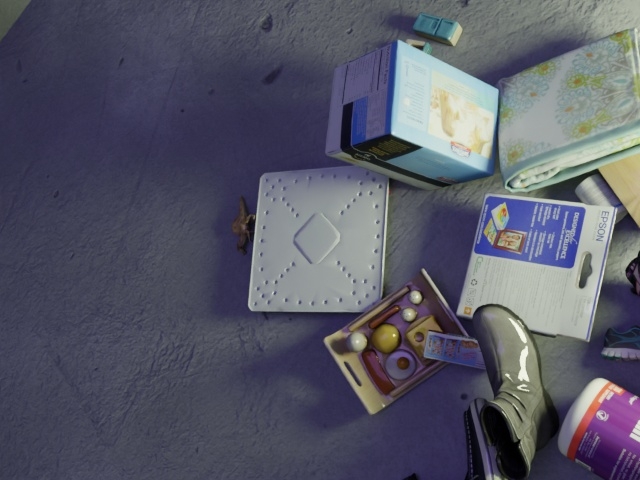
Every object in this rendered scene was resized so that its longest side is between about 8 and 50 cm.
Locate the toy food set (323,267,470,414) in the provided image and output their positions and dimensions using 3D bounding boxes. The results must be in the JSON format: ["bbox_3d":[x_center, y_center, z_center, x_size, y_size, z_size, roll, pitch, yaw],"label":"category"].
[{"bbox_3d":[0.185,0.242,1.885,0.306,0.092,0.220,-37,76,13],"label":"toy food set"}]

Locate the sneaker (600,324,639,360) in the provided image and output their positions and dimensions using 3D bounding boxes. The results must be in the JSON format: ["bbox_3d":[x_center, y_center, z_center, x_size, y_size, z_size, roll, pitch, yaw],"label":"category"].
[{"bbox_3d":[0.683,0.217,1.675,0.166,0.065,0.076,-1,73,26],"label":"sneaker"}]

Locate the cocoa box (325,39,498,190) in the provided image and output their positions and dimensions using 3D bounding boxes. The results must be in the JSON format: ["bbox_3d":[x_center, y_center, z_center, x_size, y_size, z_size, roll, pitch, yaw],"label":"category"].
[{"bbox_3d":[0.221,-0.280,1.852,0.228,0.347,0.231,-11,69,51],"label":"cocoa box"}]

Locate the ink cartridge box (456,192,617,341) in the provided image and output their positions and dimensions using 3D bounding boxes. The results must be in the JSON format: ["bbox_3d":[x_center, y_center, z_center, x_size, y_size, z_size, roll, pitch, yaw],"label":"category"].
[{"bbox_3d":[0.486,0.057,1.776,0.307,0.072,0.303,10,80,31],"label":"ink cartridge box"}]

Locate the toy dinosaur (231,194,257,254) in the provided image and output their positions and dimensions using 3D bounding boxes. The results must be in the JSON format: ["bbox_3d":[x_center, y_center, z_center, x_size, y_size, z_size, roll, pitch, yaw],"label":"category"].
[{"bbox_3d":[-0.212,-0.055,2.226,0.092,0.053,0.183,-10,73,27],"label":"toy dinosaur"}]

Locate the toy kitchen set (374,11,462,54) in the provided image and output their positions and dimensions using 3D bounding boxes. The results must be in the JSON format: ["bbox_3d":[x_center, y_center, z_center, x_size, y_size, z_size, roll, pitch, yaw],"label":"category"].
[{"bbox_3d":[0.247,-0.504,2.032,0.122,0.166,0.207,26,90,31],"label":"toy kitchen set"}]

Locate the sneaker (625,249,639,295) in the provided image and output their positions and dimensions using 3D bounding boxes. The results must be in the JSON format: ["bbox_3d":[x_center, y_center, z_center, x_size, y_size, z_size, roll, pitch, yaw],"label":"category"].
[{"bbox_3d":[0.680,0.060,1.665,0.077,0.178,0.072,14,43,40],"label":"sneaker"}]

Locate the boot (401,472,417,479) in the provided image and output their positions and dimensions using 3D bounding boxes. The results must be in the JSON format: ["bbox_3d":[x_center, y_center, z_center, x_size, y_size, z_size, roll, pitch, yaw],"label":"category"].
[{"bbox_3d":[0.235,0.587,1.827,0.121,0.045,0.099,-42,59,14],"label":"boot"}]

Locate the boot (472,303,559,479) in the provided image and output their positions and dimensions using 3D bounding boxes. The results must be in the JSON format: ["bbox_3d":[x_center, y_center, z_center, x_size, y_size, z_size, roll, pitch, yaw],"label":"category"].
[{"bbox_3d":[0.390,0.309,1.654,0.118,0.223,0.338,-29,86,35],"label":"boot"}]

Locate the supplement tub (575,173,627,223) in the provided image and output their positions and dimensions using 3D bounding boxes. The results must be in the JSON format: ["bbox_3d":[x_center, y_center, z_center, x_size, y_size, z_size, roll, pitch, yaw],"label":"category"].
[{"bbox_3d":[0.633,-0.089,1.775,0.071,0.071,0.107,-37,64,15],"label":"supplement tub"}]

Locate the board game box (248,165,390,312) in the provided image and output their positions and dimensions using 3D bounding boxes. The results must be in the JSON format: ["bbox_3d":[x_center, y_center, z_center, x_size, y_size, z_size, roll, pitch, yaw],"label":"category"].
[{"bbox_3d":[0.000,0.000,2.100,0.390,0.050,0.390,-2,76,28],"label":"board game box"}]

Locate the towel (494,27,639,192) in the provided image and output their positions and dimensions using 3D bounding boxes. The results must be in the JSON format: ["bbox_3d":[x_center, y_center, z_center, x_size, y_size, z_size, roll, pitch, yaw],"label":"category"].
[{"bbox_3d":[0.579,-0.294,1.788,0.374,0.090,0.320,-18,48,30],"label":"towel"}]

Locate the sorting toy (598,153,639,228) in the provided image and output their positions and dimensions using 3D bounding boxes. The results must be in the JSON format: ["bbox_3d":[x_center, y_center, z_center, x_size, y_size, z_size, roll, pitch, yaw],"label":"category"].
[{"bbox_3d":[0.768,-0.148,1.707,0.255,0.089,0.257,-34,64,17],"label":"sorting toy"}]

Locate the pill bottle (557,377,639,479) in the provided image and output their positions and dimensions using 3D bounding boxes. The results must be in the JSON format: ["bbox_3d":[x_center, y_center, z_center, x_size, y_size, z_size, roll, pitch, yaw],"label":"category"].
[{"bbox_3d":[0.653,0.423,1.566,0.323,0.181,0.181,28,91,30],"label":"pill bottle"}]

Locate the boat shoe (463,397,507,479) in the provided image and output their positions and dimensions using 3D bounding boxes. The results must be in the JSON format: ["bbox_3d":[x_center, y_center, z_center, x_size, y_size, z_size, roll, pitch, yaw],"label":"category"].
[{"bbox_3d":[0.337,0.594,1.693,0.156,0.187,0.500,-6,79,21],"label":"boat shoe"}]

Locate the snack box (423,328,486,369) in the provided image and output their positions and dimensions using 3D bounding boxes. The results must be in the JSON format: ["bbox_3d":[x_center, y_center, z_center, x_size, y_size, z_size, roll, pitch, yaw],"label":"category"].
[{"bbox_3d":[0.330,0.253,1.811,0.178,0.022,0.064,10,99,8],"label":"snack box"}]
